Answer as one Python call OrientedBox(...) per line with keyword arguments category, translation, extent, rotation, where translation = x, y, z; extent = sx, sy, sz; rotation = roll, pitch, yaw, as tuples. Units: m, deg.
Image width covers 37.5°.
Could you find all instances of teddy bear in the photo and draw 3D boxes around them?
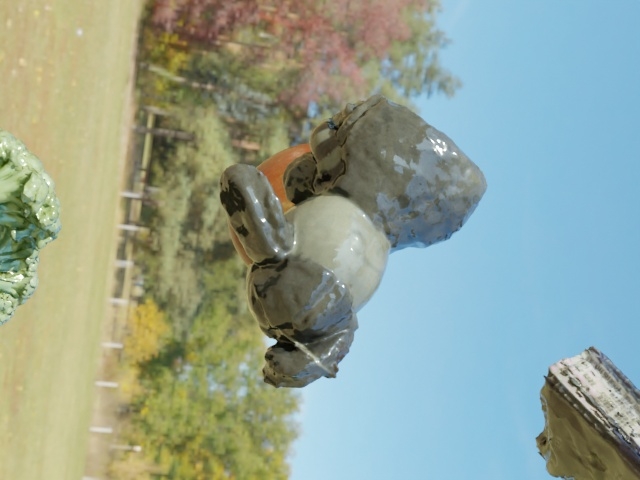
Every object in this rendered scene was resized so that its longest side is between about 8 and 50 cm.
OrientedBox(category="teddy bear", translation=(0.003, -0.018, 0.771), extent=(0.171, 0.251, 0.144), rotation=(57, -19, -19))

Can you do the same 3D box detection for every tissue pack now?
OrientedBox(category="tissue pack", translation=(0.436, 0.340, 1.343), extent=(0.332, 0.123, 0.245), rotation=(52, -24, 39))

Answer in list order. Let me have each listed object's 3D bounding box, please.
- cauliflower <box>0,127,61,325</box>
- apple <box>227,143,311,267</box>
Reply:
OrientedBox(category="cauliflower", translation=(-0.355, 0.005, 0.746), extent=(0.272, 0.275, 0.250), rotation=(-36, -144, 41))
OrientedBox(category="apple", translation=(-0.021, -0.026, 1.169), extent=(0.181, 0.168, 0.181), rotation=(58, 4, -7))
